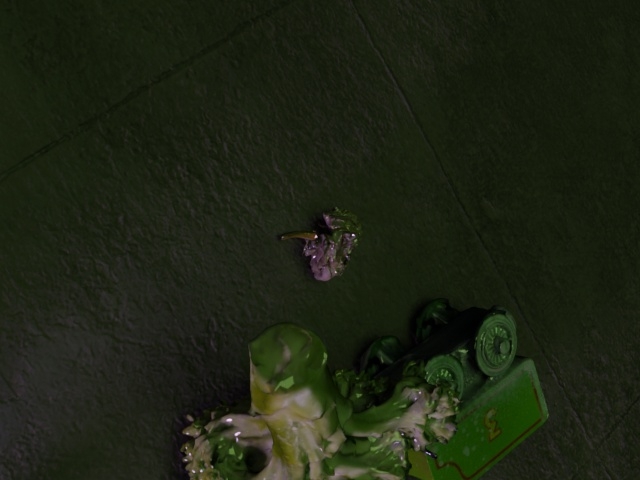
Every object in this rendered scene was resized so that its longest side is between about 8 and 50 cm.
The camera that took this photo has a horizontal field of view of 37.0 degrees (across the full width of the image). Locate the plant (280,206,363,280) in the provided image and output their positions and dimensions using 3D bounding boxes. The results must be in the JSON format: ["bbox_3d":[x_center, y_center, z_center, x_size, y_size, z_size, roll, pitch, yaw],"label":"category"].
[{"bbox_3d":[0.000,0.000,1.467,0.122,0.104,0.116,17,34,0],"label":"plant"}]

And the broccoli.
[{"bbox_3d":[-0.051,0.254,1.241,0.353,0.275,0.397,-55,152,9],"label":"broccoli"}]

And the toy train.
[{"bbox_3d":[0.207,0.245,1.518,0.307,0.173,0.249,-29,111,-32],"label":"toy train"}]
